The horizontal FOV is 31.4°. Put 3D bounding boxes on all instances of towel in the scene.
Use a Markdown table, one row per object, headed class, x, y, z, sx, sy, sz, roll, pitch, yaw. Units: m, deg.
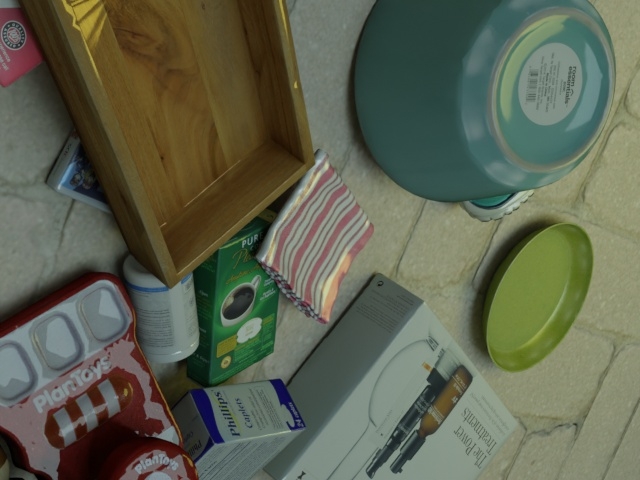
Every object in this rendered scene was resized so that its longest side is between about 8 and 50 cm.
| class | x | y | z | sx | sy | sz | roll | pitch | yaw |
| --- | --- | --- | --- | --- | --- | --- | --- | --- | --- |
| towel | 0.000 | 0.000 | 1.284 | 0.144 | 0.029 | 0.197 | -62 | 152 | -14 |

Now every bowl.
| class | x | y | z | sx | sy | sz | roll | pitch | yaw |
| --- | --- | --- | --- | --- | --- | --- | --- | --- | --- |
| bowl | 0.210 | -0.177 | 1.282 | 0.311 | 0.163 | 0.312 | -9 | 109 | -28 |

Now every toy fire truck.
| class | x | y | z | sx | sy | sz | roll | pitch | yaw |
| --- | --- | --- | --- | --- | --- | --- | --- | --- | --- |
| toy fire truck | -0.280 | 0.199 | 1.091 | 0.302 | 0.169 | 0.254 | -31 | 107 | -30 |

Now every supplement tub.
| class | x | y | z | sx | sy | sz | roll | pitch | yaw |
| --- | --- | --- | --- | --- | --- | --- | --- | --- | --- |
| supplement tub | -0.163 | 0.064 | 1.172 | 0.071 | 0.071 | 0.107 | -25 | 128 | -34 |

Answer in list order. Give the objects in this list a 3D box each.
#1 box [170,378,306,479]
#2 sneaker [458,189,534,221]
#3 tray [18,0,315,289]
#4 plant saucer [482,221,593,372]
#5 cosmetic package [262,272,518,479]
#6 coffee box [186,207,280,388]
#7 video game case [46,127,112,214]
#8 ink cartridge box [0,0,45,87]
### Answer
| class | x | y | z | sx | sy | sz | roll | pitch | yaw |
| --- | --- | --- | --- | --- | --- | --- | --- | --- | --- |
| box | -0.111 | 0.220 | 1.271 | 0.137 | 0.072 | 0.126 | -1 | 143 | -45 |
| sneaker | 0.273 | -0.146 | 1.466 | 0.275 | 0.107 | 0.110 | -48 | 128 | -14 |
| tray | -0.122 | -0.150 | 0.986 | 0.203 | 0.076 | 0.411 | -42 | 150 | -20 |
| plant saucer | 0.314 | 0.079 | 1.677 | 0.241 | 0.037 | 0.241 | -22 | 125 | -35 |
| cosmetic package | 0.094 | 0.260 | 1.520 | 0.284 | 0.097 | 0.377 | -49 | 138 | -8 |
| coffee box | -0.093 | 0.062 | 1.246 | 0.113 | 0.040 | 0.184 | -28 | 133 | -44 |
| video game case | -0.151 | -0.102 | 1.128 | 0.201 | 0.023 | 0.183 | 26 | 93 | -50 |
| ink cartridge box | -0.222 | -0.255 | 0.918 | 0.218 | 0.092 | 0.159 | -39 | 136 | -20 |
